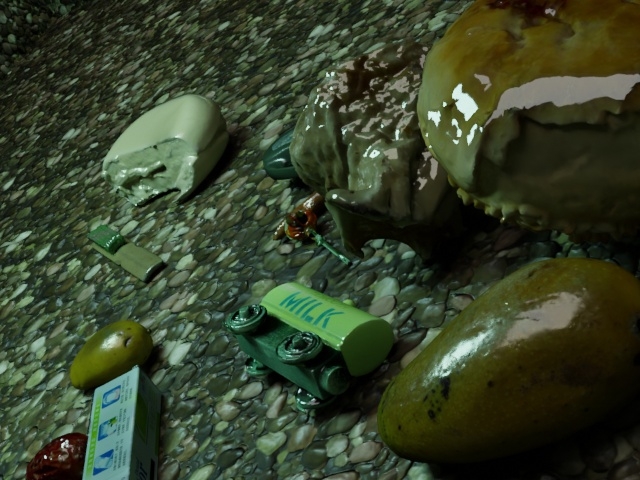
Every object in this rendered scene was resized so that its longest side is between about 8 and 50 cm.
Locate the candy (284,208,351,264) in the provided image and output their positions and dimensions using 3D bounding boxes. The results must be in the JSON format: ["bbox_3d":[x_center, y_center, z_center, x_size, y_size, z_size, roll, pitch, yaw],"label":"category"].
[{"bbox_3d":[0.000,0.000,1.683,0.055,0.049,0.184,-46,37,-4],"label":"candy"}]

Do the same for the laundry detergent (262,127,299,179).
[{"bbox_3d":[-0.005,-0.144,1.830,0.144,0.078,0.221,-34,19,-18],"label":"laundry detergent"}]

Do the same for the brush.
[{"bbox_3d":[-0.366,0.018,2.047,0.054,0.048,0.282,-46,31,-13],"label":"brush"}]

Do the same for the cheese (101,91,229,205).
[{"bbox_3d":[-0.305,-0.177,2.195,0.266,0.127,0.233,-14,37,39],"label":"cheese"}]

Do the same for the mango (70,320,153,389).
[{"bbox_3d":[-0.333,0.183,1.725,0.161,0.076,0.103,-31,33,26],"label":"mango"}]

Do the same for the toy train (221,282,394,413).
[{"bbox_3d":[-0.015,0.125,1.445,0.157,0.105,0.253,-32,26,-23],"label":"toy train"}]

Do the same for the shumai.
[{"bbox_3d":[0.110,-0.112,1.478,0.314,0.267,0.262,-34,25,16],"label":"shumai"}]

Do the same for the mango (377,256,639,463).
[{"bbox_3d":[0.190,0.132,1.136,0.329,0.176,0.176,-26,-15,17],"label":"mango"}]

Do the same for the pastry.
[{"bbox_3d":[0.319,-0.159,1.314,0.409,0.245,0.410,-10,36,7],"label":"pastry"}]

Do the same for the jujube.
[{"bbox_3d":[-0.367,0.317,1.557,0.129,0.077,0.077,-30,26,34],"label":"jujube"}]

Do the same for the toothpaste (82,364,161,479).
[{"bbox_3d":[-0.268,0.304,1.473,0.081,0.067,0.337,-29,29,11],"label":"toothpaste"}]

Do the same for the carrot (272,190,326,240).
[{"bbox_3d":[-0.015,-0.054,1.780,0.165,0.036,0.035,-41,28,-6],"label":"carrot"}]
